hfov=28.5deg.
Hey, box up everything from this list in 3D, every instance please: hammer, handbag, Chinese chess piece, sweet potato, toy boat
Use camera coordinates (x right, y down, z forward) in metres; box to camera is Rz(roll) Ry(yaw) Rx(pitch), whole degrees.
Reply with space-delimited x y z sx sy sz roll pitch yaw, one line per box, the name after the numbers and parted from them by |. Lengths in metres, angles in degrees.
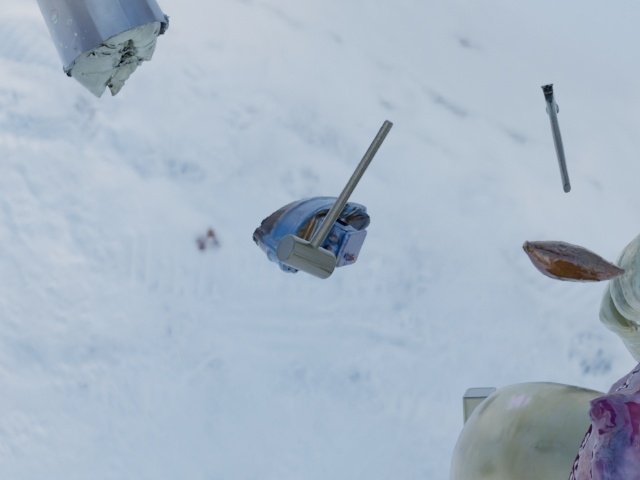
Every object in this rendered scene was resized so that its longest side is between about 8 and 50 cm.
0.015 -0.027 0.785 0.035 0.110 0.019 23 16 -35 | hammer
-0.196 -0.214 1.072 0.095 0.117 0.173 -25 90 -22 | handbag
0.297 -0.131 1.583 0.017 0.062 0.182 -12 45 12 | hammer
0.241 0.221 1.062 0.273 0.273 0.102 23 68 13 | Chinese chess piece
0.210 0.020 1.058 0.095 0.034 0.034 16 57 -10 | sweet potato
0.000 0.000 1.584 0.097 0.100 0.223 29 21 21 | toy boat

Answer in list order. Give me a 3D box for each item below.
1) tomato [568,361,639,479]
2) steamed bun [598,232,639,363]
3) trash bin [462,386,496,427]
0.282 0.240 0.821 0.335 0.176 0.289 35 55 6 | tomato
0.581 0.062 1.739 0.352 0.339 0.247 37 62 -25 | steamed bun
0.186 0.218 1.448 0.043 0.061 0.092 -5 94 14 | trash bin
